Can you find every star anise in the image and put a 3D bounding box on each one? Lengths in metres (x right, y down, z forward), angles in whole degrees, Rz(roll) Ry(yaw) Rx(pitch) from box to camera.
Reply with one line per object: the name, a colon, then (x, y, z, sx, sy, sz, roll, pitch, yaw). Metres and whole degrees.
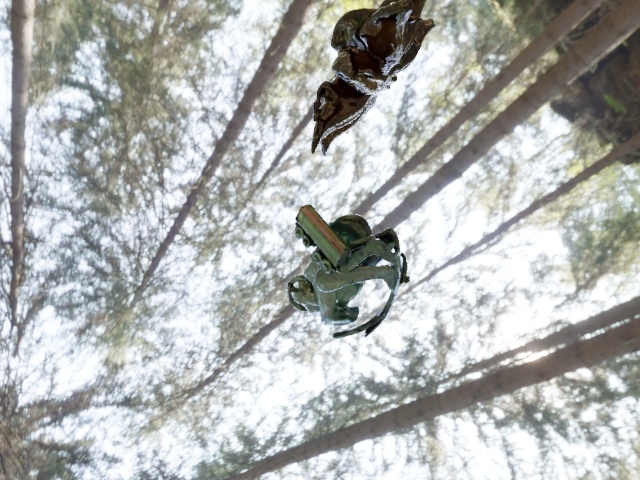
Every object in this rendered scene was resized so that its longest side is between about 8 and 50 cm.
star anise: (0.048, -0.229, 0.739, 0.102, 0.272, 0.272, 40, -128, 5)

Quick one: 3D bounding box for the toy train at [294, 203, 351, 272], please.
toy train: (0.000, 0.000, 1.077, 0.038, 0.071, 0.148, -8, -133, -42)

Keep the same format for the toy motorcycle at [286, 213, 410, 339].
toy motorcycle: (0.058, 0.082, 1.149, 0.206, 0.260, 0.154, 39, -154, 8)
